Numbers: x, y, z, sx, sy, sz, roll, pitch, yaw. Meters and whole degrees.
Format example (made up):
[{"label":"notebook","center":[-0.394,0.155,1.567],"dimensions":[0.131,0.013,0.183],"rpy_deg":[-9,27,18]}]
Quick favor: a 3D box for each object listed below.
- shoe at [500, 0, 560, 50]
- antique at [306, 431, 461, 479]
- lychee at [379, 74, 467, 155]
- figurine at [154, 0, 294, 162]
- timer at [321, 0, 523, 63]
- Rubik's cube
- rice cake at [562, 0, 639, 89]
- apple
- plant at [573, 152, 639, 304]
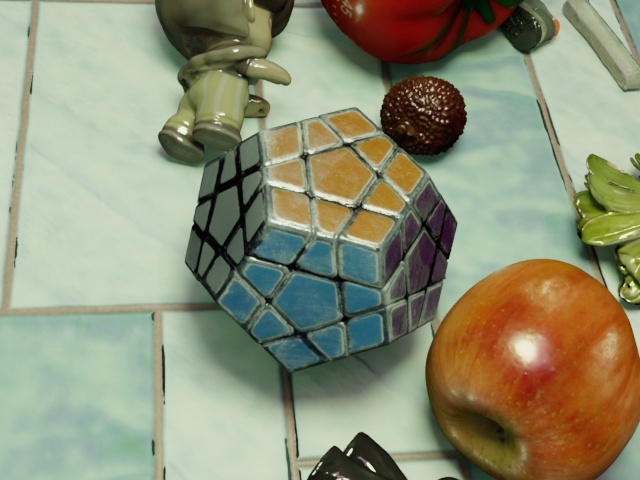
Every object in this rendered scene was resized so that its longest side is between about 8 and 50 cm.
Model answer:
[{"label":"shoe","center":[0.327,-0.398,1.478],"dimensions":[0.077,0.074,0.194],"rpy_deg":[-14,61,-31]},{"label":"antique","center":[0.064,0.351,0.858],"dimensions":[0.255,0.185,0.322],"rpy_deg":[34,54,16]},{"label":"lychee","center":[0.152,-0.180,1.272],"dimensions":[0.123,0.123,0.129],"rpy_deg":[44,27,19]},{"label":"figurine","center":[-0.144,-0.294,1.256],"dimensions":[0.203,0.248,0.381],"rpy_deg":[15,65,-22]},{"label":"timer","center":[0.162,-0.445,1.291],"dimensions":[0.378,0.378,0.279],"rpy_deg":[-33,74,-27]},{"label":"Rubik's cube","center":[0.001,0.000,1.032],"dimensions":[0.319,0.319,0.264],"rpy_deg":[13,30,0]},{"label":"rice cake","center":[0.473,-0.330,1.471],"dimensions":[0.047,0.036,0.207],"rpy_deg":[-23,62,-9]},{"label":"apple","center":[0.250,0.147,0.996],"dimensions":[0.242,0.242,0.241],"rpy_deg":[42,58,18]},{"label":"plant","center":[0.514,-0.008,1.173],"dimensions":[0.305,0.297,0.261],"rpy_deg":[6,85,-24]}]
